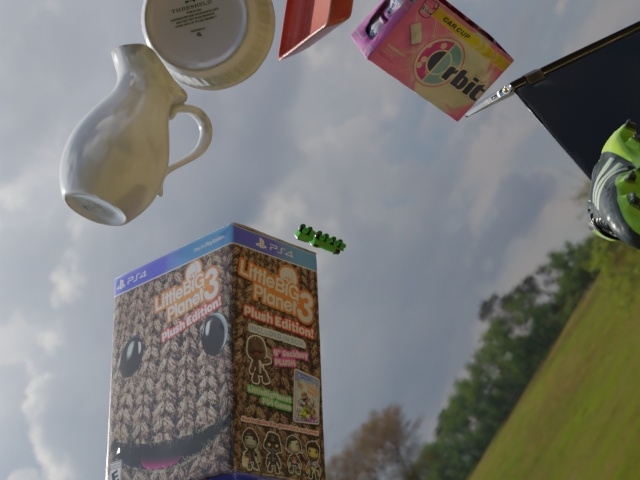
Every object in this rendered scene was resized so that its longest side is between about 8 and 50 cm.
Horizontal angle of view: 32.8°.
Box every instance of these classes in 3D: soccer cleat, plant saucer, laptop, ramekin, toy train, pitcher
[{"bbox_3d":[0.212,-0.023,0.740,0.179,0.060,0.072,-62,-4,-63],"label":"soccer cleat"},{"bbox_3d":[0.008,-0.426,1.696,0.258,0.048,0.259,171,108,-71],"label":"plant saucer"},{"bbox_3d":[0.504,-0.222,1.788,0.382,0.236,0.408,-25,1,-10],"label":"laptop"},{"bbox_3d":[-0.230,-0.434,2.150,0.273,0.273,0.127,-63,-4,9],"label":"ramekin"},{"bbox_3d":[0.000,0.000,1.500,0.083,0.017,0.023,23,-71,-33],"label":"toy train"},{"bbox_3d":[-0.224,-0.113,1.359,0.178,0.125,0.207,36,-121,-34],"label":"pitcher"}]

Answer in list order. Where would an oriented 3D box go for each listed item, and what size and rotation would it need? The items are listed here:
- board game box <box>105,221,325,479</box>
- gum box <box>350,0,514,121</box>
[{"bbox_3d":[-0.128,0.162,1.300,0.141,0.232,0.291,22,-124,-42],"label":"board game box"},{"bbox_3d":[0.137,-0.241,1.350,0.188,0.062,0.107,27,-66,-38],"label":"gum box"}]
